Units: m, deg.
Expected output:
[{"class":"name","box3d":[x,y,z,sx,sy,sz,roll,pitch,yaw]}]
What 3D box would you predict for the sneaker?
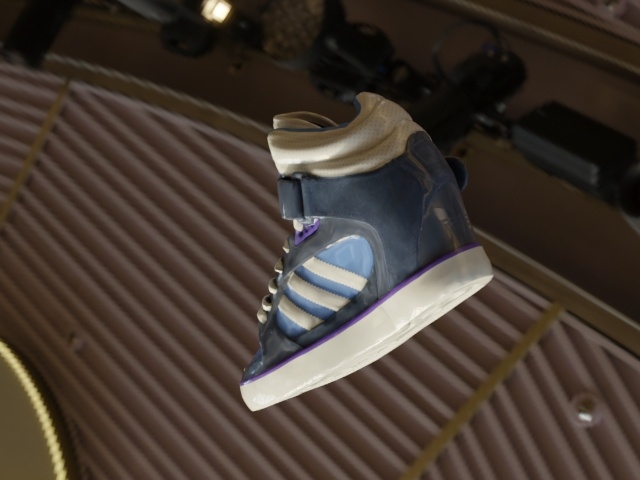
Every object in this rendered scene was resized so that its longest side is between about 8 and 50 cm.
[{"class":"sneaker","box3d":[0.000,0.000,1.424,0.323,0.130,0.236,-36,-103,38]}]
